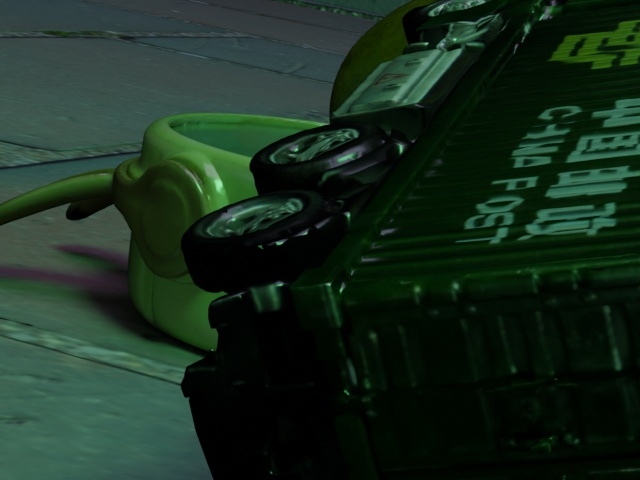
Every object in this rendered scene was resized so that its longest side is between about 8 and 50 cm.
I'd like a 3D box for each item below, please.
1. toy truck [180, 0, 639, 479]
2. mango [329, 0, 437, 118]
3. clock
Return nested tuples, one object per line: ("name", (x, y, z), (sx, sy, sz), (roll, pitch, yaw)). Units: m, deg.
("toy truck", (0.059, -0.006, 0.460), (0.121, 0.088, 0.259), (-7, 19, 22))
("mango", (0.146, -0.082, 1.096), (0.289, 0.146, 0.129), (12, 55, 13))
("clock", (0.000, 0.000, 0.688), (0.232, 0.069, 0.170), (12, 11, 18))
